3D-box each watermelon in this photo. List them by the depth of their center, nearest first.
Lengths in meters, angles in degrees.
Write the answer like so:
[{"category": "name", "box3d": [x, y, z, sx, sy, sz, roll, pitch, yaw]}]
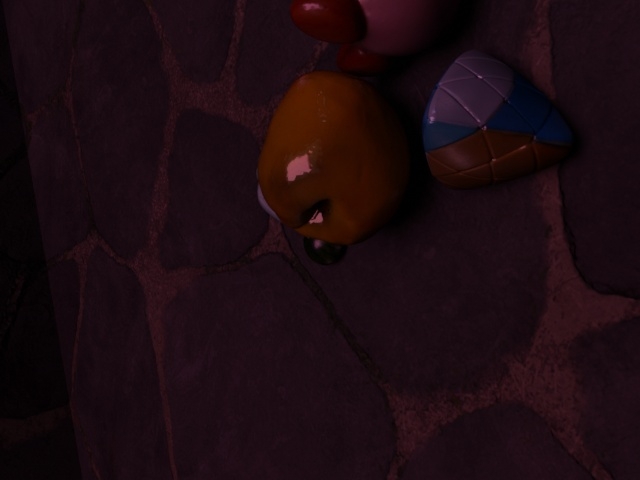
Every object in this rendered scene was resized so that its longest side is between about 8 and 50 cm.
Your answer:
[{"category": "watermelon", "box3d": [0.000, 0.000, 1.479, 0.105, 0.062, 0.106, -7, 80, 46]}]

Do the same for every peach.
[{"category": "peach", "box3d": [0.033, -0.161, 1.285, 0.289, 0.289, 0.308, -22, 45, 46]}]

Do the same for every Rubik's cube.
[{"category": "Rubik's cube", "box3d": [0.258, -0.194, 1.149, 0.254, 0.254, 0.255, 6, 98, 46]}]

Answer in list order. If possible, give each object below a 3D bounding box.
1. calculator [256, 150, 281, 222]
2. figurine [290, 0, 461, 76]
[{"category": "calculator", "box3d": [-0.070, -0.132, 1.529, 0.295, 0.042, 0.184, 35, 109, 48]}, {"category": "figurine", "box3d": [0.129, -0.411, 1.182, 0.211, 0.269, 0.261, 30, 91, 27]}]
